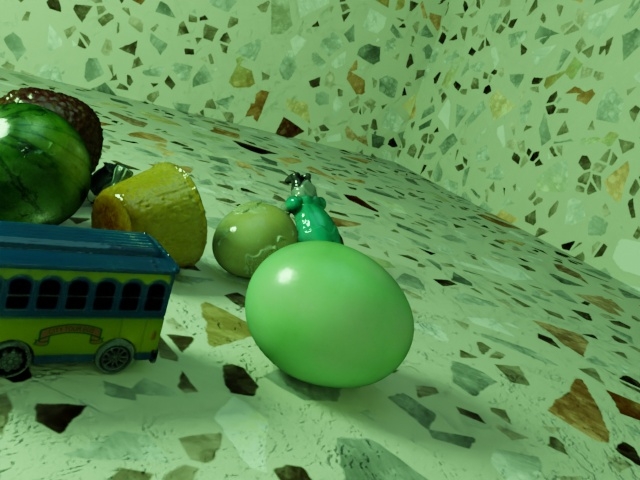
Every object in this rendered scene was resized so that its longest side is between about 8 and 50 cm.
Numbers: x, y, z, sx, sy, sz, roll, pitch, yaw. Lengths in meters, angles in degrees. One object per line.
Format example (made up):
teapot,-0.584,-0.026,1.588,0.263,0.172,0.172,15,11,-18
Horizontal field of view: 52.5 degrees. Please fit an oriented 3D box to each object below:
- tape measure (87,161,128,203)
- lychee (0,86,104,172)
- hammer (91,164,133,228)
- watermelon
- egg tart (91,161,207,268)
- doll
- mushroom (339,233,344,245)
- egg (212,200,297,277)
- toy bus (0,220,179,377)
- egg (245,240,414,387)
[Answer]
tape measure,-0.465,-0.101,1.517,0.180,0.104,0.107,45,16,26
lychee,-0.615,-0.219,1.447,0.260,0.260,0.260,17,16,-5
hammer,-0.398,-0.058,1.366,0.041,0.159,0.226,23,-3,13
watermelon,-0.552,-0.134,1.212,0.242,0.242,0.242,17,16,-5
egg tart,-0.324,-0.038,1.228,0.215,0.215,0.171,29,30,35
doll,-0.021,-0.020,1.538,0.195,0.153,0.258,25,53,-25
mushroom,0.002,-0.008,1.707,0.129,0.073,0.088,20,46,17
egg,-0.138,0.002,1.362,0.164,0.164,0.201,27,28,30
toy bus,-0.352,0.071,0.848,0.287,0.175,0.138,6,20,-37
egg,0.014,0.115,1.014,0.269,0.220,0.220,19,15,10
